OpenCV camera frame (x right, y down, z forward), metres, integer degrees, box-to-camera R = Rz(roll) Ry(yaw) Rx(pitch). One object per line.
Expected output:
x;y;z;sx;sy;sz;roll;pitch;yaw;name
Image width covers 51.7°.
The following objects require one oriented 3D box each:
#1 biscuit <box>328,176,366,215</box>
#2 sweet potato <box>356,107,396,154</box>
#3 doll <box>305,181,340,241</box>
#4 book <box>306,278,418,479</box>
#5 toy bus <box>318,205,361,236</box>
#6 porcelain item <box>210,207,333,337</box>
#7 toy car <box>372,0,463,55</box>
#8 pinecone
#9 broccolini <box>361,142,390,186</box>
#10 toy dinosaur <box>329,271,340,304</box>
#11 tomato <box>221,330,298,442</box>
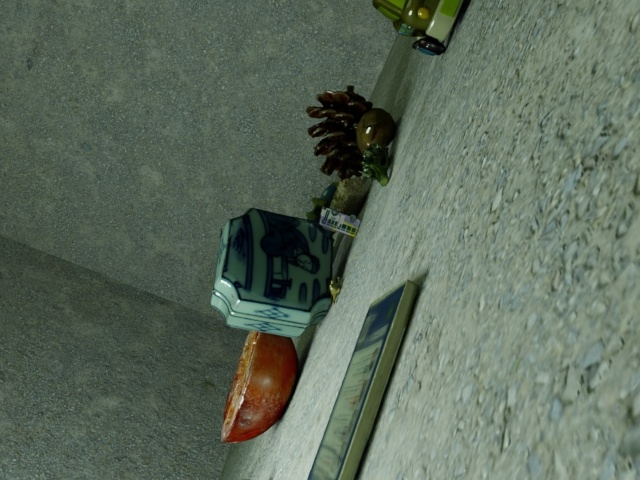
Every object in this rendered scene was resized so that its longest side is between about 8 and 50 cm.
0.071;-0.095;1.784;0.070;0.082;0.168;64;147;33;biscuit
0.141;-0.284;1.725;0.310;0.098;0.124;118;167;-88;sweet potato
0.000;0.000;1.913;0.346;0.099;0.341;-38;-32;-61;doll
0.038;0.216;0.831;0.228;0.018;0.322;121;171;-75;book
0.045;-0.047;1.653;0.052;0.102;0.058;-167;96;-87;toy bus
-0.114;0.074;1.598;0.157;0.286;0.281;119;160;-53;porcelain item
0.198;-0.513;1.374;0.248;0.198;0.204;-79;11;-76;toy car
0.068;-0.321;2.001;0.244;0.244;0.309;121;157;-69;pinecone
0.127;-0.175;1.507;0.091;0.068;0.202;-48;9;13;broccolini
0.034;0.101;1.516;0.113;0.026;0.041;-85;-1;-48;toy dinosaur
-0.143;0.365;1.672;0.338;0.144;0.338;-162;90;-83;tomato
